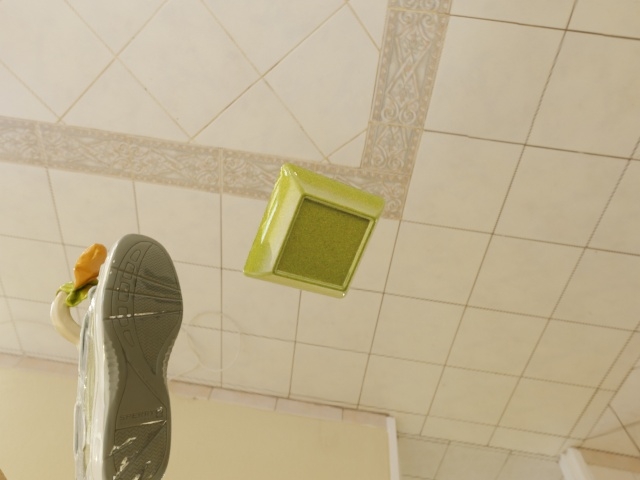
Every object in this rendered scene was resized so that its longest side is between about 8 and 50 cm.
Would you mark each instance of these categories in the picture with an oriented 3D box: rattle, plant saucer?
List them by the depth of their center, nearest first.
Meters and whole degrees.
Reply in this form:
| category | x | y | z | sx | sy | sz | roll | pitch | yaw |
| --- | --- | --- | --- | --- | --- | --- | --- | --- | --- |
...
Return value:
| category | x | y | z | sx | sy | sz | roll | pitch | yaw |
| --- | --- | --- | --- | --- | --- | --- | --- | --- | --- |
| plant saucer | 0.000 | 0.000 | 0.662 | 0.188 | 0.045 | 0.188 | 17 | 103 | -25 |
| rattle | -0.344 | 0.129 | 0.704 | 0.143 | 0.199 | 0.130 | -37 | 154 | 16 |

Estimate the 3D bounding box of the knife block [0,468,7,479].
| category | x | y | z | sx | sy | sz | roll | pitch | yaw |
| --- | --- | --- | --- | --- | --- | --- | --- | --- | --- |
| knife block | -0.320 | 0.208 | 0.238 | 0.088 | 0.242 | 0.275 | 24 | 127 | 19 |

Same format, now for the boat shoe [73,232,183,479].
| category | x | y | z | sx | sy | sz | roll | pitch | yaw |
| --- | --- | --- | --- | --- | --- | --- | --- | --- | --- |
| boat shoe | -0.251 | 0.146 | 0.543 | 0.103 | 0.320 | 0.118 | -18 | 158 | 29 |
